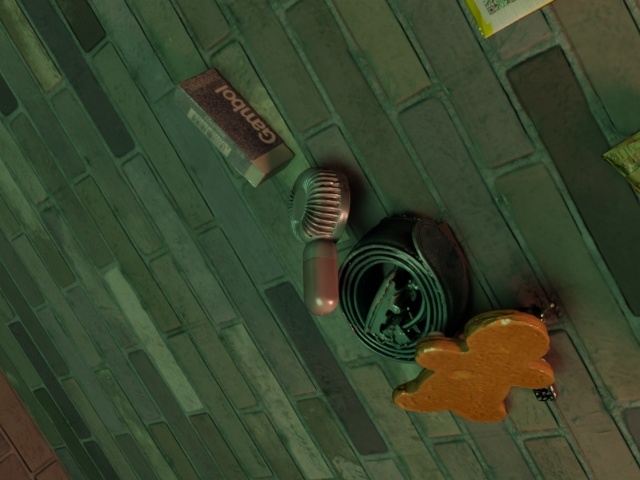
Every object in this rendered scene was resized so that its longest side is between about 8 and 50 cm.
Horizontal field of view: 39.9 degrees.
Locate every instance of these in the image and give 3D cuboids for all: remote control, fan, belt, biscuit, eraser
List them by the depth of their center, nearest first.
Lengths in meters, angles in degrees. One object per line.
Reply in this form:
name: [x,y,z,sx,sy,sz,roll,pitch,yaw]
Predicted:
biscuit: [0.244,0.188,1.343,0.216,0.047,0.340,9,145,-4]
remote control: [0.339,0.210,1.380,0.039,0.014,0.096,-12,109,47]
belt: [0.130,0.076,1.399,0.206,0.116,0.267,25,135,23]
fan: [0.000,0.000,1.412,0.130,0.074,0.244,-33,54,58]
eraser: [-0.148,-0.191,1.488,0.212,0.092,0.046,47,137,6]

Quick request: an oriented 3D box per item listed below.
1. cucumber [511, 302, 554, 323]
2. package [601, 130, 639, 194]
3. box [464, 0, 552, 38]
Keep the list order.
cucumber: [0.275,0.149,1.367,0.056,0.056,0.250,53,140,0]
package: [0.421,-0.098,1.092,0.108,0.031,0.121,48,143,7]
box: [0.291,-0.335,0.953,0.265,0.168,0.097,-22,99,45]
